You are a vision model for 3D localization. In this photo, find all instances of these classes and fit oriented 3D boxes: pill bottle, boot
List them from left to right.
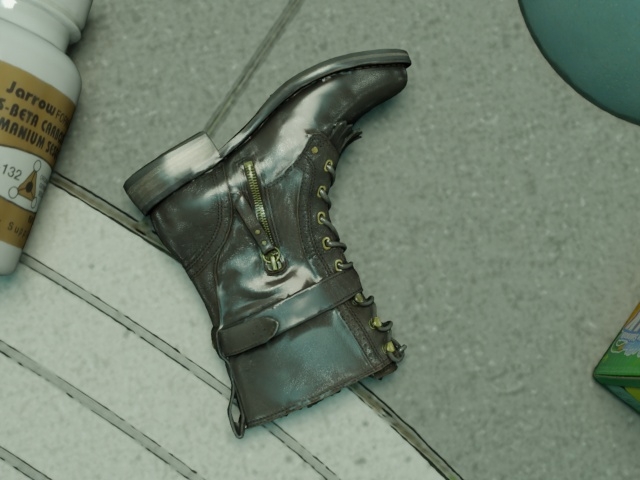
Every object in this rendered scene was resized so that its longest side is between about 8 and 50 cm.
[{"bbox_3d":[-0.249,-0.100,0.645,0.131,0.131,0.229,18,81,-2],"label":"pill bottle"},{"bbox_3d":[0.000,0.000,0.684,0.263,0.091,0.229,-31,91,-4],"label":"boot"}]

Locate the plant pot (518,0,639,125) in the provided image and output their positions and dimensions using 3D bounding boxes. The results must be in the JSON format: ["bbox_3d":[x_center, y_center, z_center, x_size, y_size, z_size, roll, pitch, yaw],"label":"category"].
[{"bbox_3d":[0.316,-0.248,0.676,0.290,0.195,0.290,1,82,-4],"label":"plant pot"}]

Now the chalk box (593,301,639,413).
[{"bbox_3d":[0.335,0.087,0.641,0.179,0.180,0.289,37,80,1],"label":"chalk box"}]
